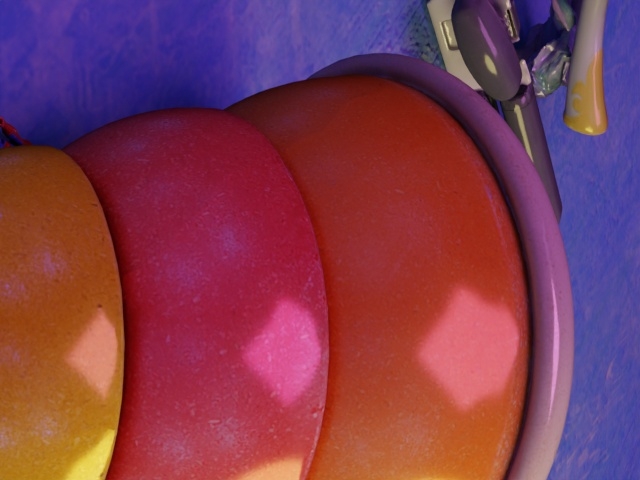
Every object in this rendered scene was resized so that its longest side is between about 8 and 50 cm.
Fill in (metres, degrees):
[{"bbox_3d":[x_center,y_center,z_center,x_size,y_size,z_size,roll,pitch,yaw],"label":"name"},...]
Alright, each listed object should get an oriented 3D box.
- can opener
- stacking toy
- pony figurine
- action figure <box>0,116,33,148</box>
[{"bbox_3d":[0.164,-0.110,1.139,0.095,0.076,0.283,-69,145,-48],"label":"can opener"},{"bbox_3d":[-0.132,0.049,0.664,0.480,0.351,0.350,3,95,-37],"label":"stacking toy"},{"bbox_3d":[0.286,-0.282,1.108,0.303,0.351,0.363,-33,141,-40],"label":"pony figurine"},{"bbox_3d":[-0.201,-0.057,0.728,0.115,0.030,0.038,32,66,-52],"label":"action figure"}]
